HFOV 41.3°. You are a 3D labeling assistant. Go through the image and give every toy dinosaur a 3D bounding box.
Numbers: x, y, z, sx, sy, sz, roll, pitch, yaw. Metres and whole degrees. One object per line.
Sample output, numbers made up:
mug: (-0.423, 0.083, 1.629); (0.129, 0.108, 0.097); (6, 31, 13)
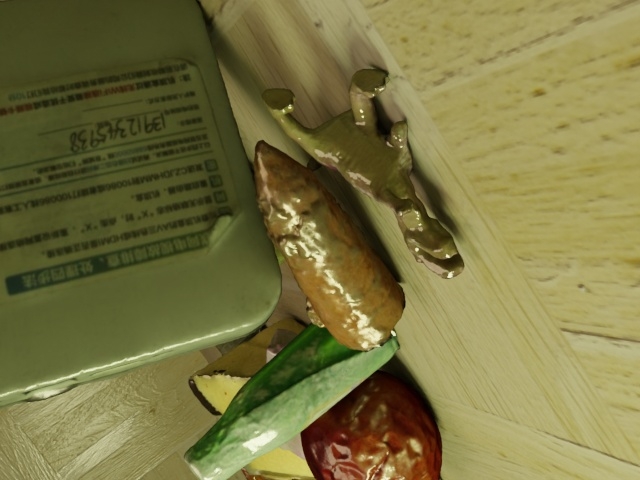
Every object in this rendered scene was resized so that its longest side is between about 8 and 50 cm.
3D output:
toy dinosaur: (0.021, -0.070, 0.744); (0.251, 0.072, 0.200); (28, 159, 40)

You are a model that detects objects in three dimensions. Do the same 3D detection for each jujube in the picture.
jujube: (0.076, 0.289, 1.141); (0.190, 0.190, 0.255); (38, 161, 43)

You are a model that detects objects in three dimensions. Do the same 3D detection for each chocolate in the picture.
chocolate: (-0.039, 0.188, 1.040); (0.110, 0.291, 0.110); (46, 165, 16)

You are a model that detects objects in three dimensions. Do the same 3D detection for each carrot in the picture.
carrot: (0.000, 0.000, 0.838); (0.102, 0.102, 0.263); (34, 163, 49)

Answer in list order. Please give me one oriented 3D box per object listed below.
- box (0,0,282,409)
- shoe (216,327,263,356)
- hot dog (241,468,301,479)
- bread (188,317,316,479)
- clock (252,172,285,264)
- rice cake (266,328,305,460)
box: (-0.269, -0.049, 0.859); (0.111, 0.395, 0.397); (127, 127, -72)
shoe: (-0.194, 0.178, 1.777); (0.293, 0.109, 0.149); (40, 166, 52)
hot dog: (-0.107, 0.392, 1.852); (0.267, 0.174, 0.387); (55, 179, -20)
bread: (-0.024, 0.326, 1.429); (0.405, 0.242, 0.346); (36, 157, 58)
clock: (-0.134, -0.066, 1.182); (0.232, 0.069, 0.170); (48, 164, 22)
rice cake: (-0.035, 0.239, 1.278); (0.106, 0.050, 0.298); (20, 142, 12)
